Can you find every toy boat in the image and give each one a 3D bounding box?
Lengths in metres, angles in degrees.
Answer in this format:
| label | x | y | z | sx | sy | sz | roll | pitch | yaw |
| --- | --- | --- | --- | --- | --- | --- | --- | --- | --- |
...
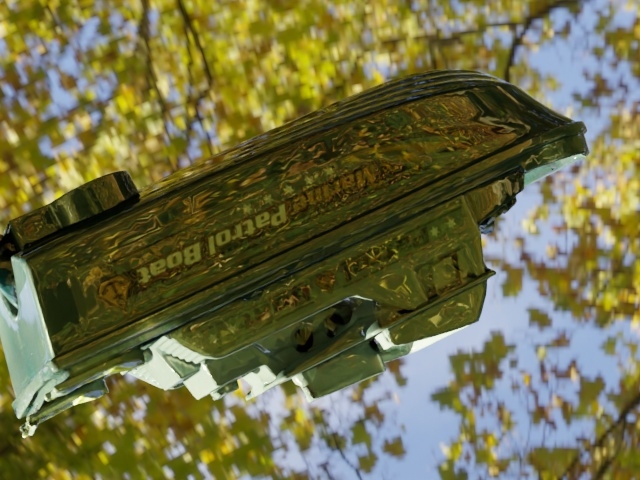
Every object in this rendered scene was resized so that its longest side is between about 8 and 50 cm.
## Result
| label | x | y | z | sx | sy | sz | roll | pitch | yaw |
| --- | --- | --- | --- | --- | --- | --- | --- | --- | --- |
| toy boat | 0.000 | 0.004 | 0.725 | 0.296 | 0.114 | 0.122 | -22 | -96 | -22 |
